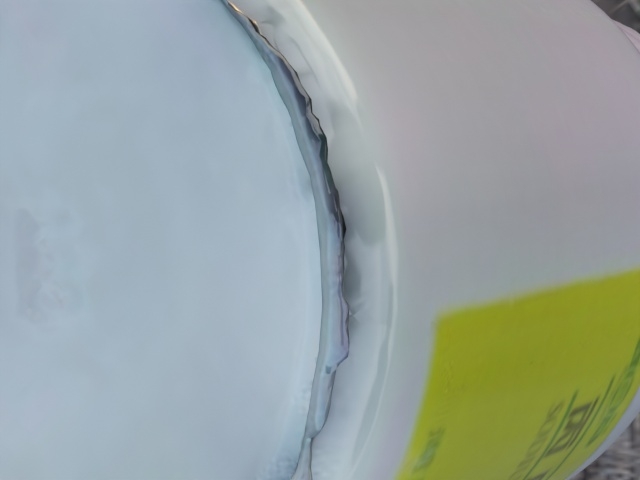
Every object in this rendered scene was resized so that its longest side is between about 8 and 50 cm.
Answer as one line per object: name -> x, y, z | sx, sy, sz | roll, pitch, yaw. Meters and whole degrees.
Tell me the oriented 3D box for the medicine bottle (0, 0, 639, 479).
medicine bottle -> 0.000, 0.000, 0.606 | 0.214, 0.379, 0.213 | 2, 95, 27
